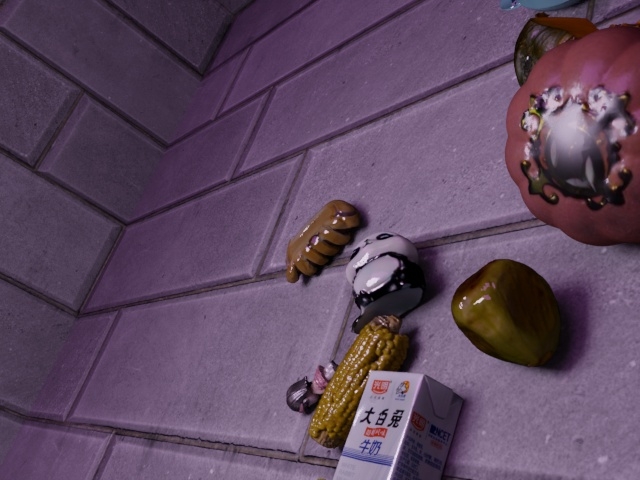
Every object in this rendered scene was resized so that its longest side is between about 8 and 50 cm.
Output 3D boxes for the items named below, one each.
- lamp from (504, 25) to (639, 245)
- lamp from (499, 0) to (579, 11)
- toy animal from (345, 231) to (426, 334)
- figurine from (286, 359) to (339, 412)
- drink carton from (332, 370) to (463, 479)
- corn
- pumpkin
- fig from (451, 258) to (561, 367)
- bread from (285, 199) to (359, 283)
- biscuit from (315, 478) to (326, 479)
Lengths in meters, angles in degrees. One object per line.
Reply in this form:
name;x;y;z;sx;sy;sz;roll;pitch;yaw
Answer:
lamp;0.414;-0.143;0.946;0.305;0.239;0.305;25;123;47
lamp;0.500;-0.562;1.349;0.284;0.147;0.209;-13;50;61
toy animal;0.112;0.066;1.274;0.166;0.138;0.179;-25;43;17
figurine;-0.018;0.283;1.326;0.129;0.054;0.072;-45;26;13
drink carton;0.099;0.357;1.019;0.130;0.106;0.315;-9;52;51
corn;0.070;0.247;1.194;0.262;0.097;0.097;-58;29;-4
pumpkin;0.460;-0.328;1.121;0.280;0.190;0.139;-43;30;18
fig;0.277;0.109;0.987;0.165;0.144;0.154;44;133;41
bread;0.000;0.000;1.572;0.225;0.081;0.134;-45;25;20
biscuit;-0.005;0.396;0.999;0.084;0.023;0.084;-50;22;28
